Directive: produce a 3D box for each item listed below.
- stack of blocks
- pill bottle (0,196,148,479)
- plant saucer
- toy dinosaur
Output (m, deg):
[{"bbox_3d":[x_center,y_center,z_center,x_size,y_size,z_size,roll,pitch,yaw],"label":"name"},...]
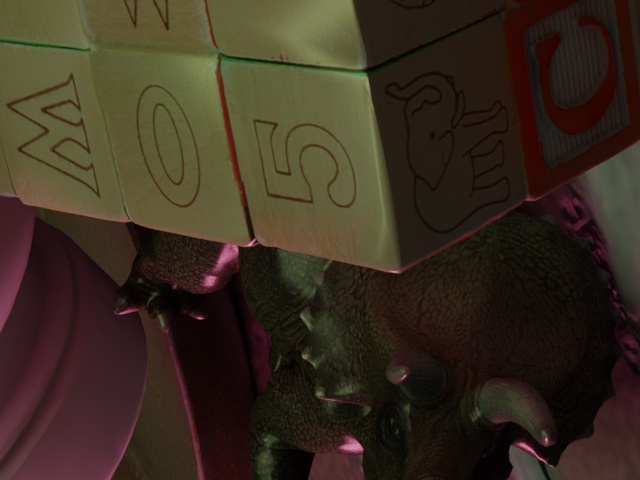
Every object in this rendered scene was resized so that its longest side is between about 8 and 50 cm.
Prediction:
[{"bbox_3d":[-0.037,-0.081,0.515,0.297,0.171,0.087,11,120,45],"label":"stack of blocks"},{"bbox_3d":[-0.252,-0.031,0.682,0.407,0.229,0.229,46,176,-37],"label":"pill bottle"},{"bbox_3d":[-0.104,0.032,0.931,0.310,0.050,0.310,49,149,45],"label":"plant saucer"},{"bbox_3d":[0.000,0.000,0.618,0.313,0.121,0.160,58,143,40],"label":"toy dinosaur"}]
